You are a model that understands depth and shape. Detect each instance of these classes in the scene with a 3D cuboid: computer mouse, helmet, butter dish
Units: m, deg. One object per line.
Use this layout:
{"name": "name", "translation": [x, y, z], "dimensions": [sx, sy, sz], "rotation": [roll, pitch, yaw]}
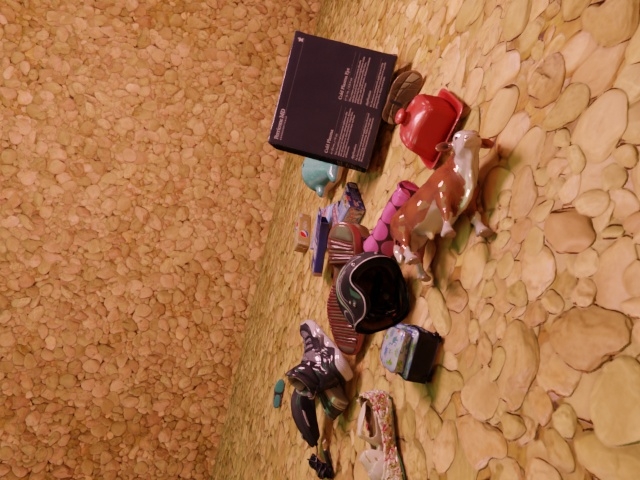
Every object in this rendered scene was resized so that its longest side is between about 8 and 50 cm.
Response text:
{"name": "computer mouse", "translation": [-0.031, 0.513, 1.284], "dimensions": [0.184, 0.060, 0.262], "rotation": [157, 105, -70]}
{"name": "helmet", "translation": [0.112, 0.111, 1.069], "dimensions": [0.169, 0.169, 0.162], "rotation": [121, 141, -48]}
{"name": "butter dish", "translation": [0.226, -0.265, 1.072], "dimensions": [0.160, 0.118, 0.160], "rotation": [-100, 27, -56]}

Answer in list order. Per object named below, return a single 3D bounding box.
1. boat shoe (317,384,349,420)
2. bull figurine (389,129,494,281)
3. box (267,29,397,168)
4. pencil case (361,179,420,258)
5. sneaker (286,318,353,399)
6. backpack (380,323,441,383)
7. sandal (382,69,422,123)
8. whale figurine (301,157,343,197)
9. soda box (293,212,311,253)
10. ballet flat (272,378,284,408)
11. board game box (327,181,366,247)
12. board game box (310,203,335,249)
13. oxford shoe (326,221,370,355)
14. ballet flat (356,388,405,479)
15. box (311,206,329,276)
{"name": "boat shoe", "translation": [0.011, 0.408, 1.309], "dimensions": [0.070, 0.077, 0.219], "rotation": [-57, 19, 6]}
{"name": "bull figurine", "translation": [0.230, -0.062, 0.902], "dimensions": [0.310, 0.101, 0.189], "rotation": [123, 154, -51]}
{"name": "box", "translation": [0.038, -0.418, 1.469], "dimensions": [0.179, 0.312, 0.343], "rotation": [-55, -19, -85]}
{"name": "pencil case", "translation": [0.176, -0.045, 1.127], "dimensions": [0.098, 0.095, 0.209], "rotation": [-38, -18, -48]}
{"name": "sneaker", "translation": [-0.033, 0.320, 1.286], "dimensions": [0.268, 0.153, 0.101], "rotation": [37, 156, 58]}
{"name": "backpack", "translation": [0.166, 0.213, 0.923], "dimensions": [0.114, 0.084, 0.105], "rotation": [179, 107, -78]}
{"name": "sandal", "translation": [0.226, -0.404, 1.327], "dimensions": [0.049, 0.072, 0.180], "rotation": [-60, -2, -37]}
{"name": "whale figurine", "translation": [0.008, -0.278, 1.854], "dimensions": [0.272, 0.141, 0.216], "rotation": [-155, 79, -75]}
{"name": "soda box", "translation": [-0.082, -0.033, 2.133], "dimensions": [0.061, 0.058, 0.181], "rotation": [121, 159, -48]}
{"name": "ballet flat", "translation": [-0.169, 0.613, 1.907], "dimensions": [0.041, 0.041, 0.114], "rotation": [152, 131, -71]}
{"name": "board game box", "translation": [0.074, -0.073, 1.580], "dimensions": [0.194, 0.060, 0.194], "rotation": [-100, 28, -57]}
{"name": "board game box", "translation": [0.017, -0.046, 1.813], "dimensions": [0.211, 0.039, 0.160], "rotation": [164, 118, -74]}
{"name": "oxford shoe", "translation": [0.100, 0.125, 1.254], "dimensions": [0.123, 0.130, 0.349], "rotation": [5, 95, 40]}
{"name": "ballet flat", "translation": [0.112, 0.412, 0.955], "dimensions": [0.241, 0.077, 0.091], "rotation": [-94, 24, -49]}
{"name": "box", "translation": [0.000, 0.000, 1.647], "dimensions": [0.136, 0.036, 0.225], "rotation": [-107, 23, -77]}
